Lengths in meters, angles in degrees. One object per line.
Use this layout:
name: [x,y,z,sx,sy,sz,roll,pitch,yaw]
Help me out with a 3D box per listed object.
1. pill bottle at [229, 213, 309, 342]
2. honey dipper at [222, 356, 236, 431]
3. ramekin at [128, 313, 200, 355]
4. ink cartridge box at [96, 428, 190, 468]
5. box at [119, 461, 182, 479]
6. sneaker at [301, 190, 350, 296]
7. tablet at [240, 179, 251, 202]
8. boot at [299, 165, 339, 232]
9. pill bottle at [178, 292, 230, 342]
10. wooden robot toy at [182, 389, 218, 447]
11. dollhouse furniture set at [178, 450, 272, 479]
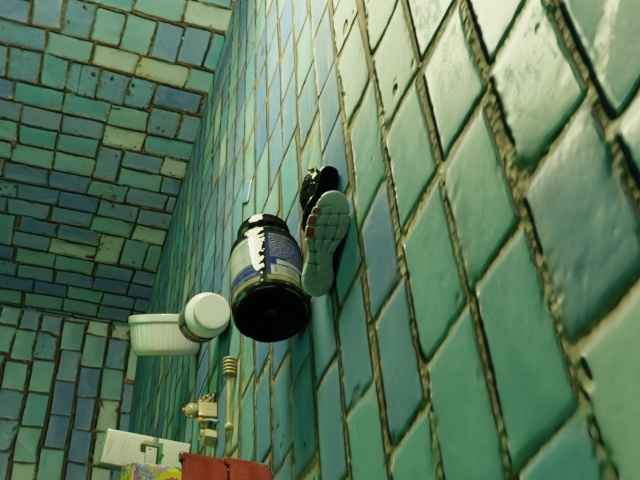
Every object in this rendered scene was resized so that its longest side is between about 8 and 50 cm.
pill bottle: [-0.088,0.054,1.408,0.219,0.122,0.123,-100,25,-54]
honey dipper: [-0.191,0.319,1.775,0.030,0.030,0.161,121,153,-52]
ramekin: [-0.423,0.262,2.346,0.207,0.207,0.109,152,118,-71]
ink cartridge box: [-0.461,0.562,2.229,0.160,0.219,0.093,137,145,-64]
box: [-0.365,0.651,1.894,0.279,0.176,0.290,139,140,-65]
sneaker: [0.000,0.000,1.253,0.065,0.061,0.158,-113,37,-75]
tablet: [-0.181,-0.119,2.093,0.083,0.006,0.054,-179,100,-74]
boot: [-0.011,-0.062,1.358,0.099,0.045,0.121,168,119,-71]
pill bottle: [-0.271,0.180,2.012,0.180,0.107,0.108,142,137,-68]
wooden robot toy: [-0.275,0.401,1.928,0.173,0.079,0.076,-101,27,-56]
dollhouse furniture set: [-0.160,0.524,1.274,0.374,0.152,0.201,-102,27,-55]
